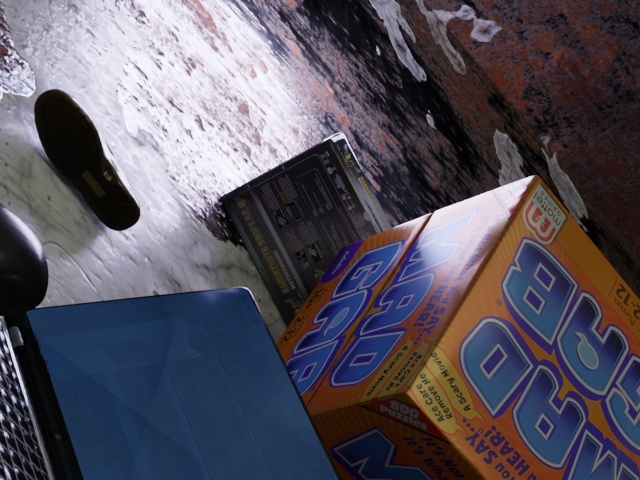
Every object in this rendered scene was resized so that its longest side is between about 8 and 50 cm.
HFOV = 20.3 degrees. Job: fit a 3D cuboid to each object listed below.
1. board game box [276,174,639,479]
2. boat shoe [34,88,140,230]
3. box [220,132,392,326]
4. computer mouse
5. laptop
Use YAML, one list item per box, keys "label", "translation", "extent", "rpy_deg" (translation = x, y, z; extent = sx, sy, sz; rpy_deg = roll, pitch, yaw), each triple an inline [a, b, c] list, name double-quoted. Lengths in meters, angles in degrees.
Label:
- label: "board game box"
  translation: [0.166, 0.206, 2.094]
  extent: [0.356, 0.356, 0.356]
  rpy_deg: [49, 51, -18]
- label: "boat shoe"
  translation: [-0.273, -0.100, 2.072]
  extent: [0.072, 0.068, 0.190]
  rpy_deg: [-96, 161, -64]
- label: "box"
  translation: [0.000, 0.000, 2.365]
  extent: [0.231, 0.183, 0.056]
  rpy_deg: [62, 24, 0]
- label: "computer mouse"
  translation: [-0.327, 0.011, 1.504]
  extent: [0.188, 0.072, 0.272]
  rpy_deg: [44, 27, 26]
- label: "laptop"
  translation: [-0.196, 0.104, 1.640]
  extent: [0.408, 0.236, 0.382]
  rpy_deg: [56, 3, -43]
